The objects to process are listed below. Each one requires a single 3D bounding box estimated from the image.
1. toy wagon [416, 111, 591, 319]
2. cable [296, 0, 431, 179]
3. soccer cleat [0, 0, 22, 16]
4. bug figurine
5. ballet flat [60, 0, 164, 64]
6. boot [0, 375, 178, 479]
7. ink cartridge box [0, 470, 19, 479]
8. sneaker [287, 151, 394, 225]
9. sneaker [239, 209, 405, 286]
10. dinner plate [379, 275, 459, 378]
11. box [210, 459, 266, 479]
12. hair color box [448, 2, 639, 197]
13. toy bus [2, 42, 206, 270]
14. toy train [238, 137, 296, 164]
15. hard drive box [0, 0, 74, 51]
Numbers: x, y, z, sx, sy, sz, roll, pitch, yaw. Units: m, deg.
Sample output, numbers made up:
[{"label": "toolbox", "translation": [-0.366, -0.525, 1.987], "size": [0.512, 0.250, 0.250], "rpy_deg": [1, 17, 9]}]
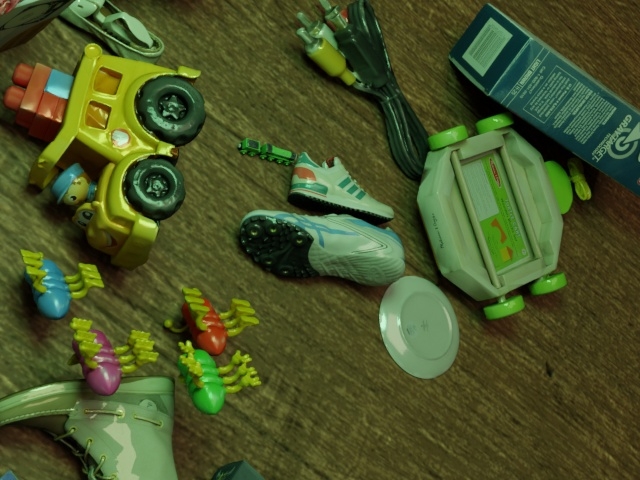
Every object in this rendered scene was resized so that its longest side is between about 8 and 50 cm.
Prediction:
[{"label": "toy wagon", "translation": [0.272, -0.046, 1.778], "size": [0.344, 0.068, 0.267], "rpy_deg": [-20, 93, -47]}, {"label": "cable", "translation": [0.072, -0.216, 1.721], "size": [0.287, 0.072, 0.139], "rpy_deg": [55, 39, -25]}, {"label": "soccer cleat", "translation": [-0.318, -0.233, 1.155], "size": [0.095, 0.083, 0.248], "rpy_deg": [42, 51, -26]}, {"label": "bug figurine", "translation": [-0.192, 0.099, 1.322], "size": [0.279, 0.072, 0.216], "rpy_deg": [16, 25, -30]}, {"label": "ballet flat", "translation": [-0.255, -0.267, 1.466], "size": [0.168, 0.052, 0.057], "rpy_deg": [35, 56, -24]}, {"label": "boot", "translation": [-0.237, 0.228, 1.290], "size": [0.213, 0.077, 0.165], "rpy_deg": [0, 76, -39]}, {"label": "ink cartridge box", "translation": [-0.296, 0.428, 1.177], "size": [0.303, 0.072, 0.307], "rpy_deg": [-44, 105, -38]}, {"label": "sneaker", "translation": [0.032, -0.069, 1.617], "size": [0.161, 0.057, 0.075], "rpy_deg": [15, 71, -31]}, {"label": "sneaker", "translation": [0.000, 0.000, 1.563], "size": [0.237, 0.085, 0.086], "rpy_deg": [14, 40, -30]}, {"label": "dinner plate", "translation": [0.137, 0.114, 1.663], "size": [0.141, 0.017, 0.141], "rpy_deg": [13, 66, -33]}, {"label": "box", "translation": [-0.064, 0.388, 1.377], "size": [0.232, 0.059, 0.183], "rpy_deg": [46, 52, -15]}, {"label": "hair color box", "translation": [0.370, -0.201, 1.846], "size": [0.347, 0.105, 0.174], "rpy_deg": [28, 17, -27]}, {"label": "toy bus", "translation": [-0.250, -0.102, 1.364], "size": [0.211, 0.149, 0.220], "rpy_deg": [18, 66, -18]}, {"label": "toy train", "translation": [-0.066, -0.113, 1.578], "size": [0.083, 0.024, 0.017], "rpy_deg": [12, 67, -34]}, {"label": "hard drive box", "translation": [-0.375, -0.242, 1.280], "size": [0.232, 0.181, 0.089], "rpy_deg": [-31, 95, -40]}]
